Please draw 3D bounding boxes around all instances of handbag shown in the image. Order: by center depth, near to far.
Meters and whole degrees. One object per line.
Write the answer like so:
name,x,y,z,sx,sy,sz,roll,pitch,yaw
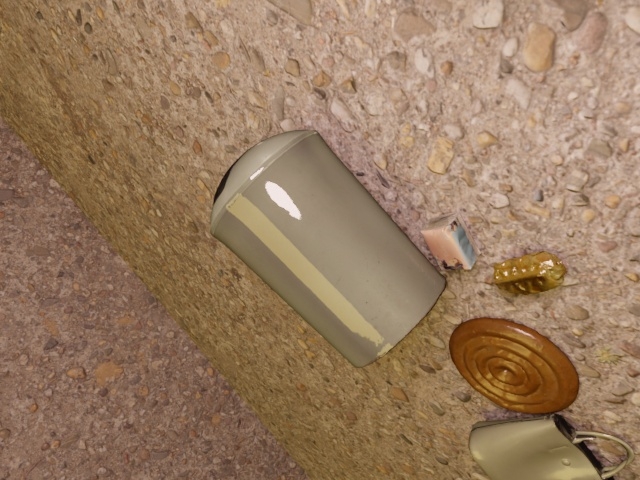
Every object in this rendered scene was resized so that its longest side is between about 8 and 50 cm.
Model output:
handbag,0.495,0.473,0.935,0.241,0.109,0.315,49,141,-6

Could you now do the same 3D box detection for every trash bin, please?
trash bin,0.000,0.000,0.832,0.432,0.280,0.280,46,144,1

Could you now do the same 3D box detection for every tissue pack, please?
tissue pack,0.234,0.002,0.787,0.074,0.058,0.094,-13,114,53

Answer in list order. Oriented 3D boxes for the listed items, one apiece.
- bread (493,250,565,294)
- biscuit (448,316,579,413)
bread,0.349,0.056,0.726,0.110,0.060,0.066,-25,75,51
biscuit,0.386,0.266,0.903,0.262,0.037,0.262,26,139,25
